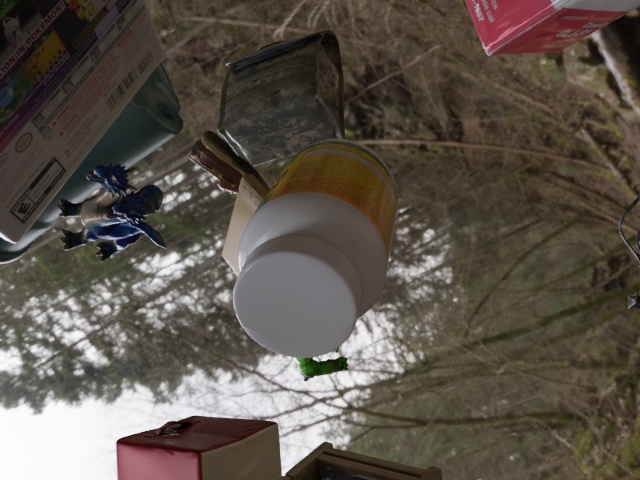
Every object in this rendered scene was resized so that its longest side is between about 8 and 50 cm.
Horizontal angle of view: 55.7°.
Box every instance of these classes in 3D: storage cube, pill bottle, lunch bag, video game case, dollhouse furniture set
[{"bbox_3d":[-0.188,0.399,0.968,0.184,0.193,0.214,1,-98,-56],"label":"storage cube"},{"bbox_3d":[0.000,0.000,0.500,0.117,0.118,0.208,58,-157,-18],"label":"pill bottle"},{"bbox_3d":[-0.077,-0.329,1.287,0.169,0.236,0.286,54,-151,-50],"label":"lunch bag"},{"bbox_3d":[-0.188,-0.115,0.405,0.023,0.201,0.183,27,160,10],"label":"video game case"},{"bbox_3d":[0.030,0.298,0.518,0.129,0.129,0.183,-21,-75,-49],"label":"dollhouse furniture set"}]

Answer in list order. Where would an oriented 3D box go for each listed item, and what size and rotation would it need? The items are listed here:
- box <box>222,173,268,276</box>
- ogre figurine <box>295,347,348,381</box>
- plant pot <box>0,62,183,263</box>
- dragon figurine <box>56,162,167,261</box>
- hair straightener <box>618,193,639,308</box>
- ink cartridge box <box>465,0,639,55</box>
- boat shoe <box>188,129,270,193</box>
[{"bbox_3d":[-0.079,0.022,0.914,0.021,0.164,0.201,-12,-134,-38],"label":"box"},{"bbox_3d":[-0.016,0.208,1.283,0.118,0.097,0.196,-27,-58,-38],"label":"ogre figurine"},{"bbox_3d":[-0.410,-0.193,0.884,0.341,0.334,0.341,60,-172,-14],"label":"plant pot"},{"bbox_3d":[-0.265,-0.028,0.856,0.289,0.144,0.085,44,-144,-74],"label":"dragon figurine"},{"bbox_3d":[0.361,0.045,0.619,0.047,0.089,0.230,73,-171,-80],"label":"hair straightener"},{"bbox_3d":[0.288,-0.377,0.518,0.161,0.385,0.279,-14,-96,-38],"label":"ink cartridge box"},{"bbox_3d":[-0.153,-0.114,1.063,0.178,0.060,0.064,42,-164,-26],"label":"boat shoe"}]
